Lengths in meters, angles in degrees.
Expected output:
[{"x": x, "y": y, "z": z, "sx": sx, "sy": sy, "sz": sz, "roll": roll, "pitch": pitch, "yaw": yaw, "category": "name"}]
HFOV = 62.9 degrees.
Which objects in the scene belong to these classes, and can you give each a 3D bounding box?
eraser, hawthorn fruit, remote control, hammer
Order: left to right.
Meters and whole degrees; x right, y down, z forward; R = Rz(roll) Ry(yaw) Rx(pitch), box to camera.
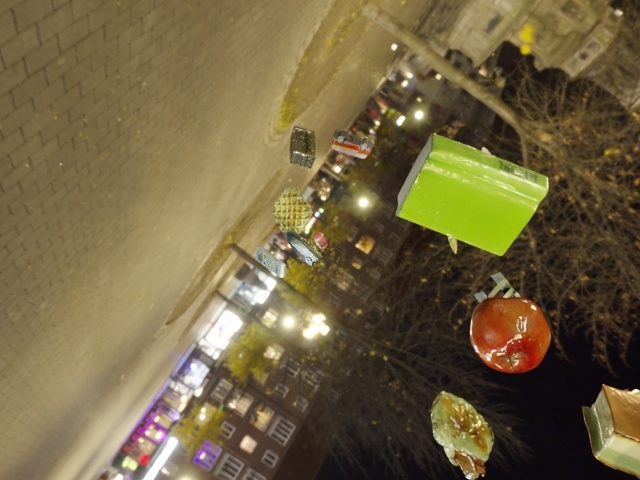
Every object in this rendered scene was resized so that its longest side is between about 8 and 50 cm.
[{"x": -0.189, "y": 0.080, "z": 1.995, "sx": 0.029, "sy": 0.162, "sz": 0.061, "roll": -17, "pitch": 128, "yaw": -40, "category": "remote control"}, {"x": 0.000, "y": 0.000, "z": 1.960, "sx": 0.043, "sy": 0.043, "sz": 0.083, "roll": -56, "pitch": 151, "yaw": -15, "category": "hammer"}, {"x": 0.332, "y": -0.103, "z": 1.183, "sx": 0.092, "sy": 0.274, "sz": 0.210, "roll": -64, "pitch": 177, "yaw": -49, "category": "eraser"}, {"x": 0.295, "y": 0.156, "z": 0.831, "sx": 0.140, "sy": 0.125, "sz": 0.125, "roll": -63, "pitch": -174, "yaw": -26, "category": "hawthorn fruit"}]

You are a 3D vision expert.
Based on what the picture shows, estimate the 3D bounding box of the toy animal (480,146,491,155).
[{"x": 0.532, "y": -0.189, "z": 1.754, "sx": 0.103, "sy": 0.131, "sz": 0.221, "roll": 4, "pitch": 124, "yaw": -42, "category": "toy animal"}]

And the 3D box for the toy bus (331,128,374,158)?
[{"x": 0.132, "y": -0.398, "z": 2.174, "sx": 0.079, "sy": 0.174, "sz": 0.077, "roll": -73, "pitch": -178, "yaw": -50, "category": "toy bus"}]

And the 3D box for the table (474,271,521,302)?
[{"x": 0.713, "y": 0.238, "z": 2.071, "sx": 0.146, "sy": 0.175, "sz": 0.062, "roll": -36, "pitch": 179, "yaw": -34, "category": "table"}]

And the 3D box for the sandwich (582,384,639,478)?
[{"x": 0.749, "y": 0.449, "z": 1.220, "sx": 0.186, "sy": 0.220, "sz": 0.108, "roll": -61, "pitch": 170, "yaw": -57, "category": "sandwich"}]

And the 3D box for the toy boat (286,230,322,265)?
[{"x": -0.061, "y": 0.021, "z": 1.724, "sx": 0.055, "sy": 0.141, "sz": 0.060, "roll": -42, "pitch": -173, "yaw": 38, "category": "toy boat"}]

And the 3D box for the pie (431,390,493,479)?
[{"x": 0.505, "y": 0.677, "z": 1.867, "sx": 0.257, "sy": 0.274, "sz": 0.105, "roll": -36, "pitch": 172, "yaw": -47, "category": "pie"}]

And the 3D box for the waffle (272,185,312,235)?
[{"x": -0.109, "y": -0.107, "z": 1.974, "sx": 0.036, "sy": 0.169, "sz": 0.183, "roll": -11, "pitch": 150, "yaw": -49, "category": "waffle"}]

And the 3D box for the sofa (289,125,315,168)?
[{"x": -0.045, "y": -0.234, "z": 1.304, "sx": 0.118, "sy": 0.060, "sz": 0.039, "roll": -92, "pitch": -161, "yaw": -46, "category": "sofa"}]

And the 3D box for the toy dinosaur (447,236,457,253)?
[{"x": 0.365, "y": -0.090, "z": 1.544, "sx": 0.094, "sy": 0.259, "sz": 0.153, "roll": -13, "pitch": 171, "yaw": 26, "category": "toy dinosaur"}]
